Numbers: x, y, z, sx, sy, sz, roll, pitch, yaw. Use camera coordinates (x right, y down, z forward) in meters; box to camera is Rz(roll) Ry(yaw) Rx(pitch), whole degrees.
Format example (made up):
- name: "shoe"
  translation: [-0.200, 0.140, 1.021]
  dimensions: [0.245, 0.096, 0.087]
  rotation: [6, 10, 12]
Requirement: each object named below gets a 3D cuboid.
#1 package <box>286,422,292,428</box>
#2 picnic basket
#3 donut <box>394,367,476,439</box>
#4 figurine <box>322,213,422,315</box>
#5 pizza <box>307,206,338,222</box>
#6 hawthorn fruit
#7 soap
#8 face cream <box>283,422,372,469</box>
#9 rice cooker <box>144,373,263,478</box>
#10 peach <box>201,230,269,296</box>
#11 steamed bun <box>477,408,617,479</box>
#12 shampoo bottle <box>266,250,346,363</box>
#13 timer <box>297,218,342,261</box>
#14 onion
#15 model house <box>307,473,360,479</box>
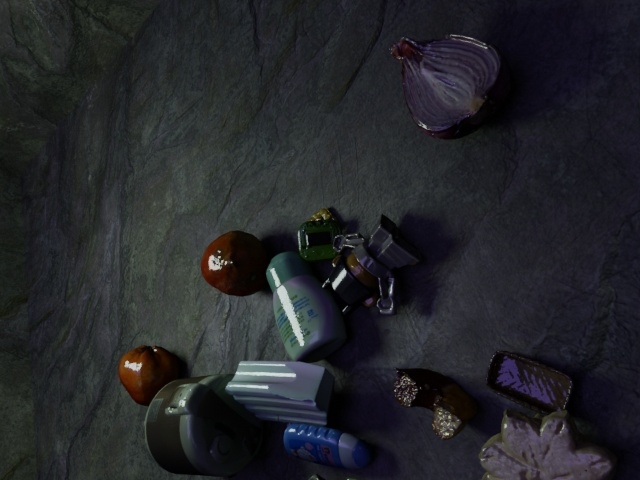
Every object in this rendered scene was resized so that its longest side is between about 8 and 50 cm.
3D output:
- name: "package"
  translation: [-0.065, 0.589, 1.733]
  dimensions: [0.121, 0.031, 0.108]
  rotation: [3, 85, 41]
- name: "picnic basket"
  translation: [0.483, 0.326, 1.279]
  dimensions: [0.193, 0.055, 0.110]
  rotation: [18, 94, 42]
- name: "donut"
  translation: [0.291, 0.405, 1.384]
  dimensions: [0.217, 0.141, 0.085]
  rotation: [36, 116, 48]
- name: "figurine"
  translation: [0.129, 0.079, 1.581]
  dimensions: [0.308, 0.143, 0.308]
  rotation: [-29, 45, 34]
- name: "pizza"
  translation: [-0.008, -0.050, 1.793]
  dimensions: [0.160, 0.036, 0.099]
  rotation: [-23, 68, 37]
- name: "hawthorn fruit"
  translation: [-0.659, 0.537, 2.158]
  dimensions: [0.224, 0.224, 0.260]
  rotation: [7, 103, 42]
- name: "soap"
  translation: [-0.101, 0.454, 1.663]
  dimensions: [0.347, 0.208, 0.115]
  rotation: [-10, 43, 40]
- name: "face cream"
  translation: [0.026, 0.592, 1.592]
  dimensions: [0.264, 0.149, 0.083]
  rotation: [-2, 37, 32]
- name: "rice cooker"
  translation: [-0.370, 0.592, 1.812]
  dimensions: [0.325, 0.335, 0.335]
  rotation: [-17, 71, 40]
- name: "peach"
  translation: [-0.282, 0.079, 1.866]
  dimensions: [0.256, 0.232, 0.232]
  rotation: [-122, 49, -83]
- name: "steamed bun"
  translation: [0.485, 0.493, 1.187]
  dimensions: [0.292, 0.137, 0.295]
  rotation: [-40, 65, 25]
- name: "shampoo bottle"
  translation: [-0.060, 0.191, 1.721]
  dimensions: [0.222, 0.151, 0.349]
  rotation: [-45, 57, 32]
- name: "timer"
  translation: [0.000, 0.000, 1.719]
  dimensions: [0.140, 0.047, 0.128]
  rotation: [-4, 95, 2]
- name: "onion"
  translation: [0.336, -0.414, 1.472]
  dimensions: [0.267, 0.159, 0.348]
  rotation: [-44, 57, 13]
- name: "model house"
  translation: [0.045, 0.760, 1.539]
  dimensions: [0.214, 0.195, 0.189]
  rotation: [-10, 51, 26]
